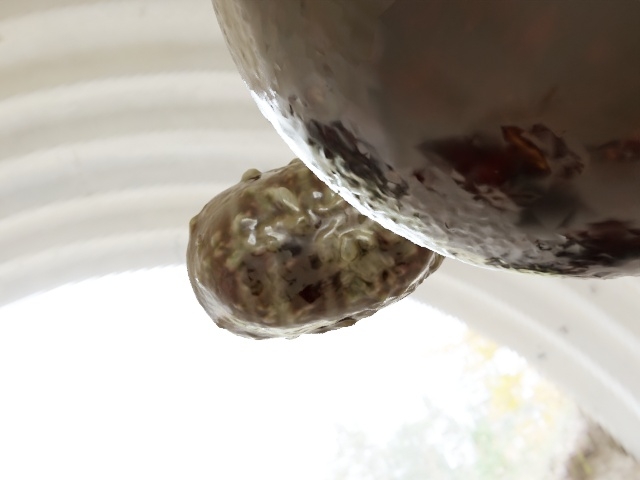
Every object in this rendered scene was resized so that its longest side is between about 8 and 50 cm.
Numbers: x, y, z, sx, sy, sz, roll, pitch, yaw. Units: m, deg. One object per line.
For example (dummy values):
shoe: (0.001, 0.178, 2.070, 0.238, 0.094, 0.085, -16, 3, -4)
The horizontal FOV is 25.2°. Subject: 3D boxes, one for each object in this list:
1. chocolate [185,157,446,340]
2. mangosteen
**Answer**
chocolate: (0.000, 0.000, 1.748, 0.340, 0.225, 0.210, -15, -3, -1)
mangosteen: (0.114, -0.121, 0.574, 0.306, 0.306, 0.359, -29, -30, 5)
